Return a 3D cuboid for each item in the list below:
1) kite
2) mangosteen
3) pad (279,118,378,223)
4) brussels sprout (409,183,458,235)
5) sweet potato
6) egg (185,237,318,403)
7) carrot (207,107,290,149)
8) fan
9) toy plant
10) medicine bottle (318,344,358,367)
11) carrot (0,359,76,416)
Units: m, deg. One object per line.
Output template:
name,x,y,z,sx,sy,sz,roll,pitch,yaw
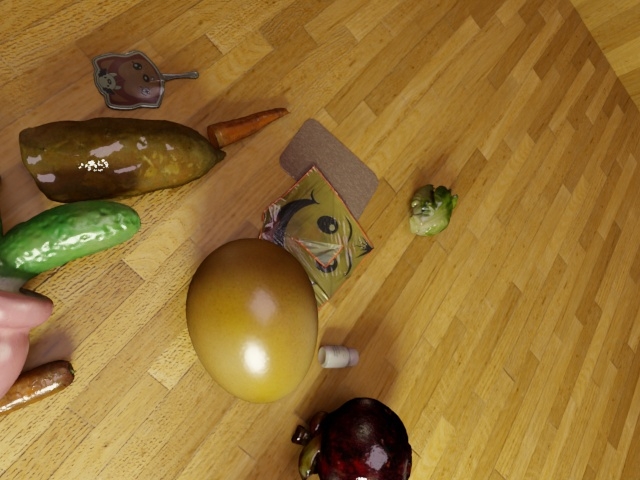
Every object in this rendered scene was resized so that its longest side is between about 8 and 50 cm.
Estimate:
kite,0.001,0.000,1.037,0.327,0.013,0.378,9,77,-26
mangosteen,0.064,0.453,0.901,0.265,0.228,0.229,5,76,15
pad,0.030,-0.180,1.089,0.266,0.002,0.176,39,66,-17
brussels sprout,0.319,-0.081,1.178,0.181,0.100,0.139,-44,119,-44
sweet potato,-0.348,-0.162,0.804,0.369,0.157,0.158,-15,89,-28
egg,-0.126,0.156,0.811,0.249,0.250,0.323,-17,100,-29
carrot,-0.162,-0.278,0.980,0.224,0.057,0.057,-33,97,-31
fan,-0.370,-0.351,0.903,0.219,0.009,0.132,-18,90,-29
toy plant,-0.496,0.069,0.646,0.316,0.210,0.357,20,72,-14
medicine bottle,0.043,0.277,0.991,0.089,0.052,0.052,10,77,-26
carrot,-0.537,0.269,0.685,0.247,0.059,0.059,-23,93,-25
